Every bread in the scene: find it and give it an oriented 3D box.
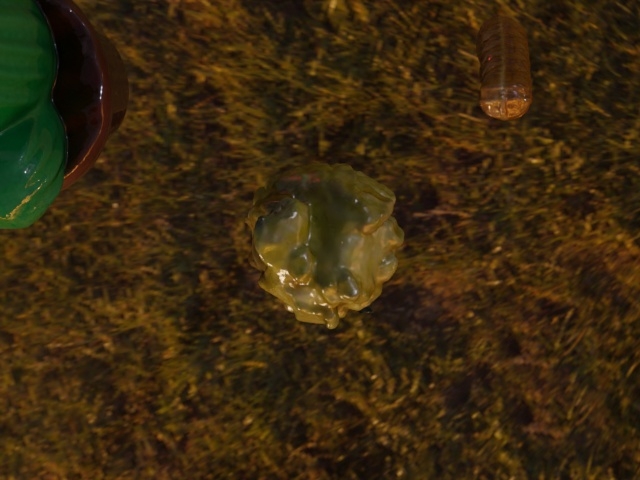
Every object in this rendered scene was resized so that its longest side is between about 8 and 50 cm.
[{"bbox_3d":[0.182,-0.174,1.197,0.052,0.157,0.044,10,131,-2],"label":"bread"}]

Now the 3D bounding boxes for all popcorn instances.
[{"bbox_3d":[0.004,0.006,1.224,0.174,0.142,0.173,-3,58,5],"label":"popcorn"}]

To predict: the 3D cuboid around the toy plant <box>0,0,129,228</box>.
[{"bbox_3d":[-0.166,-0.075,0.612,0.105,0.200,0.142,-16,93,19],"label":"toy plant"}]
